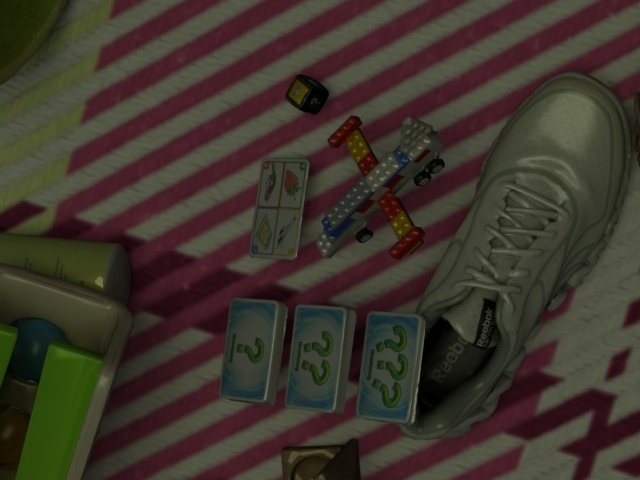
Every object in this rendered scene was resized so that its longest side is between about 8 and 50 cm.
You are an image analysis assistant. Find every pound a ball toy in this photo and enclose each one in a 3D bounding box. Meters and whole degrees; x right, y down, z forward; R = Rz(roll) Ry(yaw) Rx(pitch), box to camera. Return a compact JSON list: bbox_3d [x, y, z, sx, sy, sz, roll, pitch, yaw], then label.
[{"bbox_3d":[-0.206,0.193,1.396,0.208,0.135,0.319,17,115,-5],"label":"pound a ball toy"}]

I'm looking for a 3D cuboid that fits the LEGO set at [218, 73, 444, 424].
[{"bbox_3d":[0.000,0.000,1.330,0.182,0.060,0.244,4,84,42],"label":"LEGO set"}]

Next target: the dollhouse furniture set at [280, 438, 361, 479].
[{"bbox_3d":[-0.051,0.233,1.377,0.151,0.123,0.144,-4,95,11],"label":"dollhouse furniture set"}]

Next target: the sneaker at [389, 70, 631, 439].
[{"bbox_3d":[0.132,0.018,1.325,0.110,0.118,0.292,27,99,9],"label":"sneaker"}]

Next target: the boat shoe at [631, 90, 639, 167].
[{"bbox_3d":[0.269,-0.077,1.285,0.110,0.121,0.341,-19,93,11],"label":"boat shoe"}]

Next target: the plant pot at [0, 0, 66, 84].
[{"bbox_3d":[-0.337,-0.262,1.332,0.254,0.276,0.276,15,98,21],"label":"plant pot"}]

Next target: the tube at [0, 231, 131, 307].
[{"bbox_3d":[-0.267,0.027,1.434,0.240,0.062,0.070,4,69,14],"label":"tube"}]
